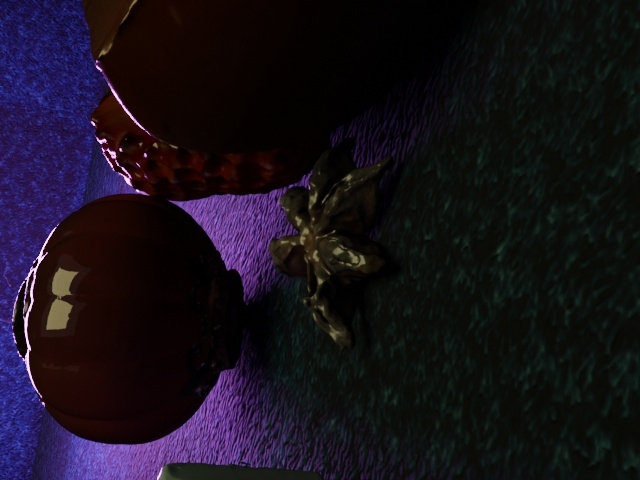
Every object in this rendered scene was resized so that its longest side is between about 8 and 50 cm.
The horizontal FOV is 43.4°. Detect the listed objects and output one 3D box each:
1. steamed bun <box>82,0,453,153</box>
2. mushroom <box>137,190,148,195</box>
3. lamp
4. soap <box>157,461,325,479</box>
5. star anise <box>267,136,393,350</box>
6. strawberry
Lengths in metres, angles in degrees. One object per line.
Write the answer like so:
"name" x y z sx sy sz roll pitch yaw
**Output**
"steamed bun" -0.017 -0.252 0.688 0.379 0.248 0.235 -52 36 20
"mushroom" -0.238 -0.135 1.289 0.350 0.128 0.128 -8 72 62
"lamp" -0.225 0.093 0.973 0.303 0.256 0.303 1 -90 -84
"soap" -0.071 0.333 0.642 0.095 0.172 0.290 -148 70 -66
"star anise" 0.006 -0.014 0.760 0.208 0.063 0.172 47 121 62
"strawberry" -0.104 -0.125 0.925 0.336 0.265 0.149 27 147 47
